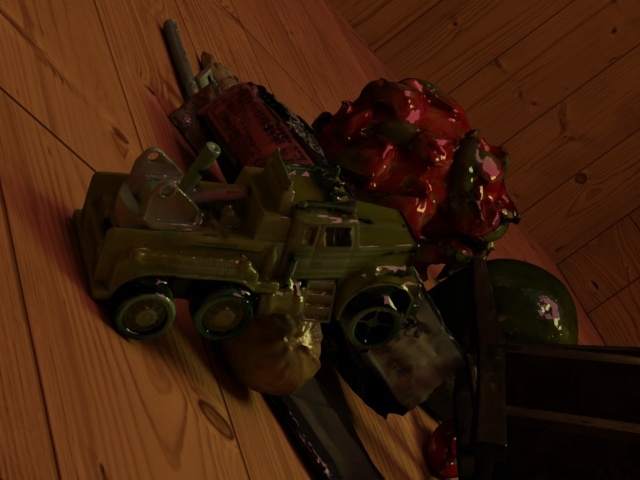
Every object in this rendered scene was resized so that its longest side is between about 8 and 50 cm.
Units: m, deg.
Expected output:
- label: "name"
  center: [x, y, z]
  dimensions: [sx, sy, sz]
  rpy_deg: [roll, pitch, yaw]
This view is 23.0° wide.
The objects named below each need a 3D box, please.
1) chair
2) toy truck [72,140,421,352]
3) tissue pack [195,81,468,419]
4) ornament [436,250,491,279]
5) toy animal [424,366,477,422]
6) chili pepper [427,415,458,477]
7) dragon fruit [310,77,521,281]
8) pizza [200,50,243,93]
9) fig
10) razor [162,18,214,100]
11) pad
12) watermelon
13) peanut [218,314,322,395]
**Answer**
- label: "chair"
  center: [0.255, 0.189, 1.554]
  dimensions: [0.416, 0.240, 0.203]
  rpy_deg: [-76, 171, -67]
- label: "toy truck"
  center: [-0.042, -0.005, 1.187]
  dimensions: [0.259, 0.135, 0.128]
  rpy_deg: [9, 34, -25]
- label: "tissue pack"
  center: [0.000, 0.000, 1.568]
  dimensions: [0.245, 0.123, 0.332]
  rpy_deg: [51, 3, -38]
- label: "ornament"
  center: [0.258, 0.122, 2.474]
  dimensions: [0.081, 0.088, 0.203]
  rpy_deg: [128, -60, -77]
- label: "toy animal"
  center: [0.120, 0.138, 1.803]
  dimensions: [0.253, 0.079, 0.070]
  rpy_deg: [43, 14, -42]
- label: "chili pepper"
  center: [0.152, 0.224, 1.743]
  dimensions: [0.059, 0.050, 0.191]
  rpy_deg: [57, 18, 1]
- label: "dragon fruit"
  center: [0.114, -0.073, 2.000]
  dimensions: [0.303, 0.231, 0.237]
  rpy_deg: [47, 6, 36]
- label: "pizza"
  center: [-0.083, -0.146, 1.947]
  dimensions: [0.181, 0.034, 0.262]
  rpy_deg: [44, 14, -37]
- label: "fig"
  center: [0.200, 0.117, 1.953]
  dimensions: [0.195, 0.244, 0.195]
  rpy_deg: [4, 90, -73]
- label: "razor"
  center: [-0.157, -0.204, 1.837]
  dimensions: [0.211, 0.035, 0.084]
  rpy_deg: [-122, -166, -51]
- label: "pad"
  center: [0.027, 0.200, 1.379]
  dimensions: [0.233, 0.022, 0.174]
  rpy_deg: [57, 12, 20]
- label: "watermelon"
  center: [-0.138, -0.133, 1.684]
  dimensions: [0.061, 0.085, 0.085]
  rpy_deg: [7, 39, -33]
- label: "peanut"
  center: [-0.056, 0.040, 1.333]
  dimensions: [0.214, 0.090, 0.099]
  rpy_deg: [-117, -164, -48]
